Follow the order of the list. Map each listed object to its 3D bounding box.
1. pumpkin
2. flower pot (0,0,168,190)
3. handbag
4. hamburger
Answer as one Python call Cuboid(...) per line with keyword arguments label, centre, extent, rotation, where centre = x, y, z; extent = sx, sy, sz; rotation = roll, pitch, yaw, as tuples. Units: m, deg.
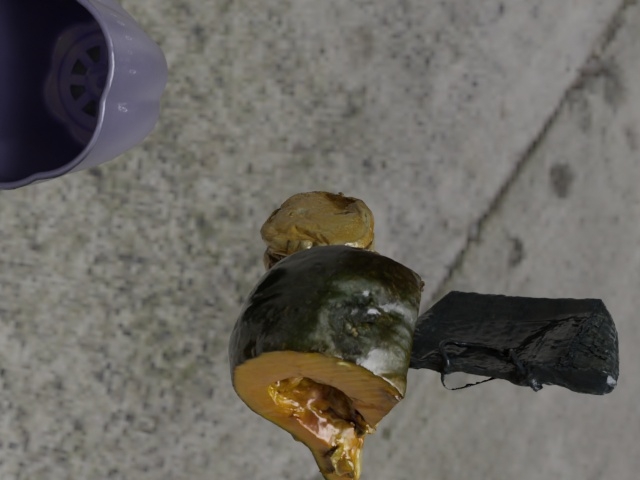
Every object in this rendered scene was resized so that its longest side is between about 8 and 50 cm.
Cuboid(label="pumpkin", centre=(0.038, 0.130, 1.542), extent=(0.280, 0.190, 0.139), rotation=(48, 42, -39))
Cuboid(label="flower pot", centre=(-0.315, -0.189, 1.854), extent=(0.243, 0.265, 0.265), rotation=(-3, 98, -72))
Cuboid(label="handbag", centre=(0.199, 0.120, 1.663), extent=(0.175, 0.270, 0.089), rotation=(-29, 120, -63))
Cuboid(label="hamburger", centre=(0.000, 0.000, 1.933), extent=(0.147, 0.138, 0.083), rotation=(-52, 140, -45))
